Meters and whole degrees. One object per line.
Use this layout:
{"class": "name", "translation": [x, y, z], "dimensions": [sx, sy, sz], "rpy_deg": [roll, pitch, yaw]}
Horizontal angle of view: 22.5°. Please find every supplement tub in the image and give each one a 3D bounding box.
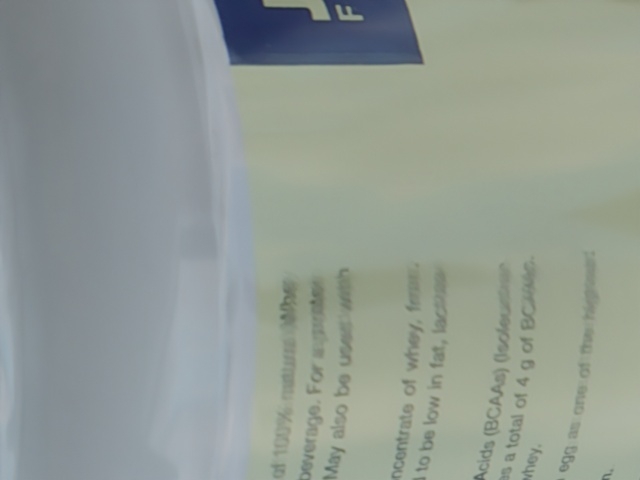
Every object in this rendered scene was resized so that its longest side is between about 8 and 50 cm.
{"class": "supplement tub", "translation": [0.000, 0.000, 0.478], "dimensions": [0.235, 0.325, 0.235], "rpy_deg": [176, -90, -65]}
